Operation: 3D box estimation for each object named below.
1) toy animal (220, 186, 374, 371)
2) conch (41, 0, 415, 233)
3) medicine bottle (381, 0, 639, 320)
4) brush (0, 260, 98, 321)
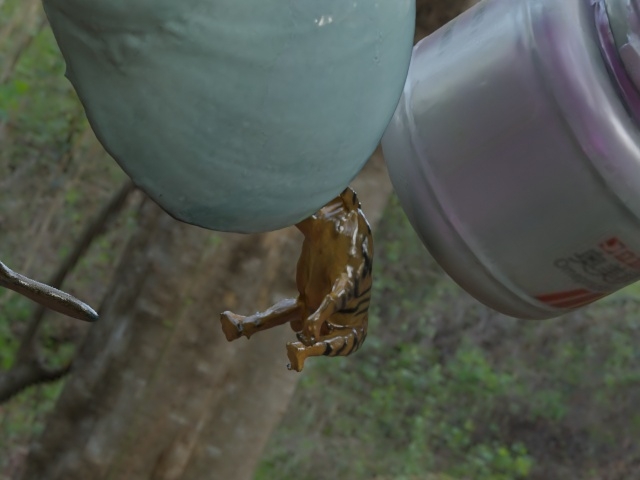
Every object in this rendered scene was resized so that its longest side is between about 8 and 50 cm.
[{"bbox_3d":[0.005,0.006,1.124,0.116,0.255,0.114,-25,52,-31],"label":"toy animal"},{"bbox_3d":[-0.034,-0.101,0.646,0.221,0.185,0.121,39,-11,-36],"label":"conch"},{"bbox_3d":[0.236,-0.106,1.148,0.325,0.256,0.256,-30,-39,32],"label":"medicine bottle"},{"bbox_3d":[-0.290,0.033,1.375,0.196,0.021,0.070,26,-33,-24],"label":"brush"}]
